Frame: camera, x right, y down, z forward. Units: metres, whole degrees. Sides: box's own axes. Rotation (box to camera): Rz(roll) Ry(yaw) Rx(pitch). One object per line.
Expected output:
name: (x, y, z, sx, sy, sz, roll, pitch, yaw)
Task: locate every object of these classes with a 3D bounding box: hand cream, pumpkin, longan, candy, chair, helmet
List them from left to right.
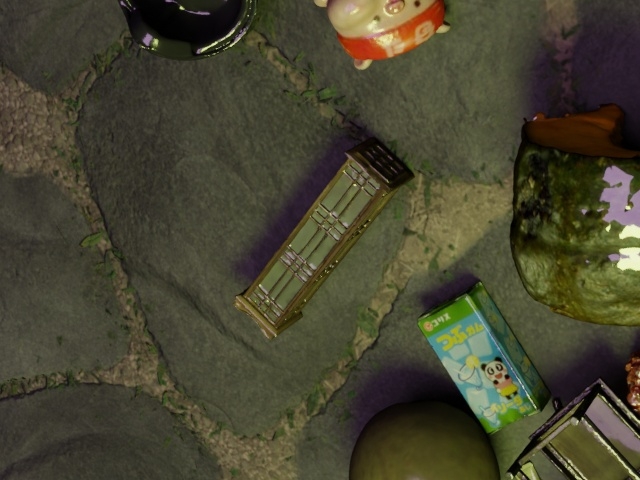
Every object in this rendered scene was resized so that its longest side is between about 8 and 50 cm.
helmet: (-0.183, -0.357, 1.814, 0.216, 0.193, 0.189, 36, 118, -2)
longan: (0.147, 0.349, 1.863, 0.248, 0.248, 0.248, 10, 111, 26)
candy: (0.229, 0.165, 1.849, 0.097, 0.062, 0.194, -32, 91, 34)
hand cream: (0.315, 0.368, 1.898, 0.035, 0.022, 0.102, -35, 83, 33)
chair: (0.359, 0.274, 1.707, 0.154, 0.260, 0.141, 47, 116, 7)
pumpkin: (0.378, -0.035, 1.588, 0.303, 0.256, 0.225, 9, 115, 42)

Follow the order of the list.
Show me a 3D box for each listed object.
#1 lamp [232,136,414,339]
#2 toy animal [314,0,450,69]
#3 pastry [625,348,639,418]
lamp: (0.000, 0.000, 1.901, 0.090, 0.089, 0.325, 43, 121, 9)
toy animal: (0.069, -0.329, 1.712, 0.171, 0.171, 0.197, -34, 82, 33)
pastry: (0.484, 0.161, 1.687, 0.208, 0.097, 0.115, -32, 79, 30)
